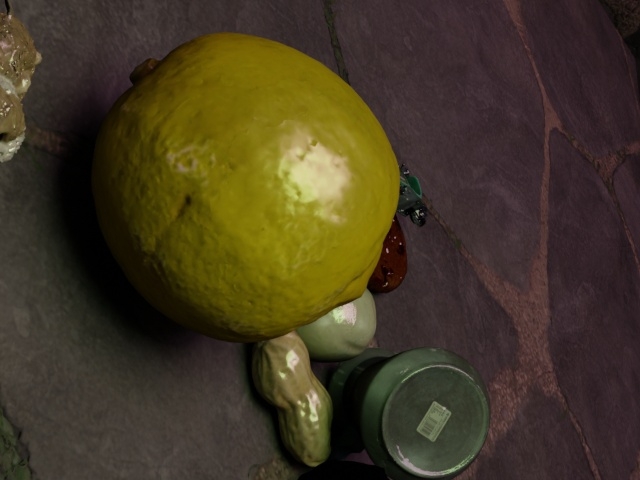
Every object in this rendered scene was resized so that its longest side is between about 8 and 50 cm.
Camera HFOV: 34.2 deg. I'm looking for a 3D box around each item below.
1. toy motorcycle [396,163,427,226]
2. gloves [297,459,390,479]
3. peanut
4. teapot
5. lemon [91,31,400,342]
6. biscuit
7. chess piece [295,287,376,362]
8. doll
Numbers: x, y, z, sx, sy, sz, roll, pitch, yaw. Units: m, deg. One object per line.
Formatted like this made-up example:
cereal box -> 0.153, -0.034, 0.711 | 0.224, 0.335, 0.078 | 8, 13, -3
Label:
toy motorcycle -> 0.116, -0.087, 1.634 | 0.173, 0.058, 0.100 | 32, 37, -48
gloves -> 0.047, 0.401, 1.244 | 0.197, 0.152, 0.301 | -28, 104, -36
peanut -> -0.033, 0.195, 1.305 | 0.082, 0.082, 0.187 | -37, 106, -57
teapot -> 0.094, 0.226, 1.336 | 0.171, 0.225, 0.203 | 42, 78, -14
lemon -> -0.084, -0.058, 1.135 | 0.348, 0.348, 0.348 | 33, 47, -44
biscuit -> 0.076, -0.008, 1.615 | 0.192, 0.049, 0.192 | 43, 38, -47
chess piece -> 0.000, 0.000, 1.400 | 0.182, 0.182, 0.330 | 13, 68, -54
doll -> -0.330, -0.168, 1.023 | 0.115, 0.105, 0.221 | 36, 47, -32
